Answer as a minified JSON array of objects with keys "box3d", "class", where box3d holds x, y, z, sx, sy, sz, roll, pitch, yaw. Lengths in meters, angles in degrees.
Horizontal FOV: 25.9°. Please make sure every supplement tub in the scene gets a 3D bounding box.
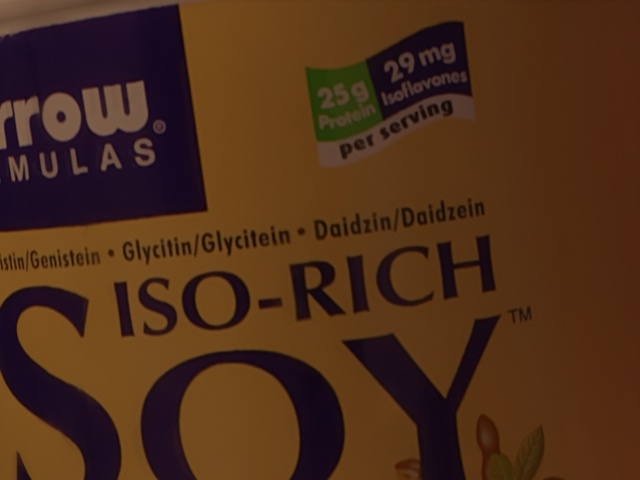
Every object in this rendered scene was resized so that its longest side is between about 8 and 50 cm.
[{"box3d":[0.000,0.000,0.448,0.241,0.331,0.241,-8,5,1],"class":"supplement tub"}]
